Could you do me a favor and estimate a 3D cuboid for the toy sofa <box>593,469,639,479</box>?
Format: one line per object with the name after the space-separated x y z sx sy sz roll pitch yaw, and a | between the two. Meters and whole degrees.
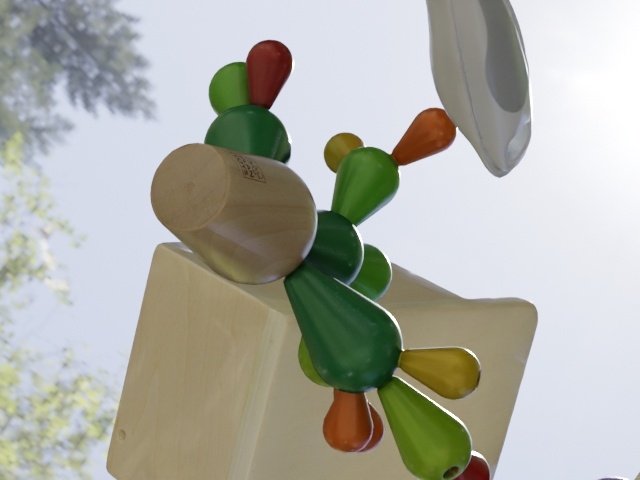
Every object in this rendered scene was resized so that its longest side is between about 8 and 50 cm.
0.304 0.168 0.660 0.362 0.177 0.150 21 -117 43 | toy sofa

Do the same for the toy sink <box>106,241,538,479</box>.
0.003 0.088 0.936 0.131 0.234 0.152 27 -70 41 | toy sink

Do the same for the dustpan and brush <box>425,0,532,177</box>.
0.009 -0.091 0.286 0.060 0.211 0.147 30 -116 30 | dustpan and brush

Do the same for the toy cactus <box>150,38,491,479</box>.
0.000 0.000 0.608 0.112 0.180 0.219 -25 -112 18 | toy cactus
